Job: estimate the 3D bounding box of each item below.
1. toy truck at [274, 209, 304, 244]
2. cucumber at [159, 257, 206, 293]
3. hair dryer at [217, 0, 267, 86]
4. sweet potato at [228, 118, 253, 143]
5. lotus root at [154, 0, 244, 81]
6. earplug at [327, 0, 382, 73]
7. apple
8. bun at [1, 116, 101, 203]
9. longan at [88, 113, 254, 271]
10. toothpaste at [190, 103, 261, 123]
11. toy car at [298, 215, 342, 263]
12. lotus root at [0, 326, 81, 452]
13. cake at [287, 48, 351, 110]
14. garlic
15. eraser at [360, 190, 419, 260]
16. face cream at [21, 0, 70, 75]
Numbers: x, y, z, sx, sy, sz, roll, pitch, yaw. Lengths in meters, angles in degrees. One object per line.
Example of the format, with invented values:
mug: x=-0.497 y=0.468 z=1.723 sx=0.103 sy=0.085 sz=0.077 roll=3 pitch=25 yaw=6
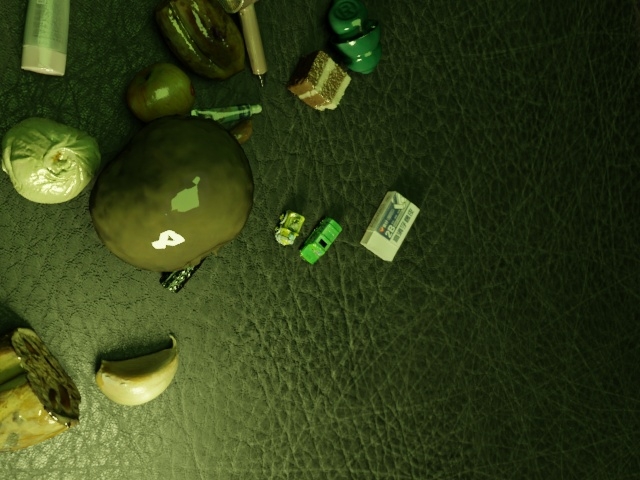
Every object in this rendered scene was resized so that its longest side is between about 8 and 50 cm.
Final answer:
toy truck: x=-0.094 y=-0.037 z=2.050 sx=0.076 sy=0.077 sz=0.111 roll=24 pitch=84 yaw=-27
cucumber: x=-0.362 y=0.027 z=1.921 sx=0.072 sy=0.072 sz=0.300 roll=42 pitch=76 yaw=-24
hair dryer: x=-0.203 y=-0.628 z=1.927 sx=0.189 sy=0.106 sz=0.344 roll=-55 pitch=142 yaw=-49
sweet potato: x=-0.270 y=-0.281 z=1.949 sx=0.065 sy=0.051 sz=0.218 roll=38 pitch=77 yaw=-27
lotus root: x=-0.334 y=-0.570 z=1.821 sx=0.193 sy=0.193 sz=0.291 roll=-50 pitch=120 yaw=-15
earplug: x=0.124 y=-0.681 z=2.082 sx=0.257 sy=0.163 sz=0.280 roll=-58 pitch=136 yaw=-52
apple: x=-0.436 y=-0.397 z=1.786 sx=0.182 sy=0.182 sz=0.155 roll=-51 pitch=137 yaw=-14
bun: x=-0.701 y=-0.217 z=1.680 sx=0.243 sy=0.153 sz=0.244 roll=0 pitch=90 yaw=-27
longan: x=-0.377 y=-0.113 z=1.721 sx=0.404 sy=0.404 sz=0.436 roll=39 pitch=76 yaw=-25
toothpaste: x=-0.280 y=-0.378 z=1.946 sx=0.216 sy=0.037 sz=0.062 roll=-14 pitch=103 yaw=-21
toy car: x=0.000 y=0.000 z=2.111 sx=0.071 sy=0.062 sz=0.165 roll=43 pitch=75 yaw=-25
lotus root: x=-0.780 y=0.385 z=1.628 sx=0.250 sy=0.316 sz=0.316 roll=-27 pitch=107 yaw=-14
cake: x=-0.001 y=-0.494 z=2.021 sx=0.147 sy=0.135 sz=0.135 roll=28 pitch=79 yaw=-26
garlic: x=-0.512 y=0.381 z=1.860 sx=0.244 sy=0.145 sz=0.164 roll=-16 pitch=71 yaw=-28
eraser: x=0.239 y=-0.050 z=2.229 sx=0.124 sy=0.068 sz=0.210 roll=34 pitch=80 yaw=-27
face cream: x=-0.708 y=-0.569 z=1.681 sx=0.107 sy=0.073 sz=0.269 roll=5 pitch=93 yaw=-23
